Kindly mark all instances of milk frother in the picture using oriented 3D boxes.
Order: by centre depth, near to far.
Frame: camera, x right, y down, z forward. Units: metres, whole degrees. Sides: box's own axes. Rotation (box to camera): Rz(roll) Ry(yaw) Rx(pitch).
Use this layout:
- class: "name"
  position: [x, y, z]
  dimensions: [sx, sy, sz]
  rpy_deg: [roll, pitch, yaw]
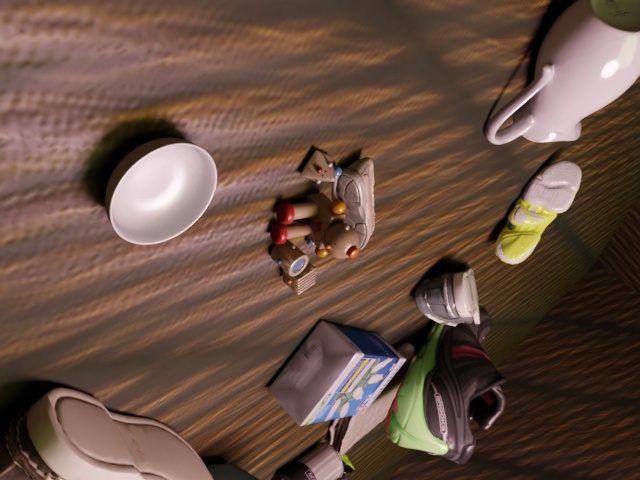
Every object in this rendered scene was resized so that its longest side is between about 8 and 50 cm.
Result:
- class: "milk frother"
  position: [-0.040, 0.521, 1.127]
  dimensions: [0.134, 0.129, 0.143]
  rpy_deg: [-17, -179, -45]

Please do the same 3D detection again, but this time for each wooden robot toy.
- class: "wooden robot toy"
  position: [0.000, 0.000, 0.531]
  dimensions: [0.076, 0.079, 0.173]
  rpy_deg: [-20, 140, -42]

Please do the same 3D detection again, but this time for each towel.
- class: "towel"
  position: [0.107, 0.350, 1.157]
  dimensions: [0.187, 0.049, 0.282]
  rpy_deg: [-28, 145, -37]

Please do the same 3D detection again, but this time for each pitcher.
- class: "pitcher"
  position: [0.322, -0.213, 0.701]
  dimensions: [0.177, 0.126, 0.207]
  rpy_deg: [-21, 156, -17]

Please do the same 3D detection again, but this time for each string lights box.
- class: "string lights box"
  position: [0.038, 0.214, 0.854]
  dimensions: [0.133, 0.076, 0.259]
  rpy_deg: [-53, 152, 5]

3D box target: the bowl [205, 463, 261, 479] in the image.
- class: "bowl"
  position: [-0.174, 0.446, 0.749]
  dimensions: [0.311, 0.163, 0.312]
  rpy_deg: [-35, 149, -25]

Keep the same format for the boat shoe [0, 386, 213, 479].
- class: "boat shoe"
  position: [-0.197, 0.244, 0.523]
  dimensions: [0.096, 0.116, 0.324]
  rpy_deg: [-39, 147, -9]

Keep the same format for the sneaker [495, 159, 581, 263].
- class: "sneaker"
  position: [0.446, -0.061, 1.112]
  dimensions: [0.240, 0.091, 0.126]
  rpy_deg: [-54, 170, 9]

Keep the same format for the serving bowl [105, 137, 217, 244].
- class: "serving bowl"
  position: [-0.115, -0.038, 0.373]
  dimensions: [0.083, 0.027, 0.083]
  rpy_deg: [-35, 149, -24]

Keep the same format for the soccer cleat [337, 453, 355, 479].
- class: "soccer cleat"
  position: [0.017, 0.560, 1.260]
  dimensions: [0.178, 0.072, 0.060]
  rpy_deg: [-7, 131, -52]

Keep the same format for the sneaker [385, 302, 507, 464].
- class: "sneaker"
  position: [0.298, 0.300, 1.140]
  dimensions: [0.483, 0.202, 0.185]
  rpy_deg: [-41, 153, -53]

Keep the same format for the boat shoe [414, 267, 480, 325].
- class: "boat shoe"
  position: [0.266, 0.117, 1.075]
  dimensions: [0.098, 0.117, 0.319]
  rpy_deg: [-10, 169, 20]

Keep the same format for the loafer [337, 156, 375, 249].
- class: "loafer"
  position: [0.046, -0.038, 0.590]
  dimensions: [0.039, 0.045, 0.125]
  rpy_deg: [-43, 150, -25]
